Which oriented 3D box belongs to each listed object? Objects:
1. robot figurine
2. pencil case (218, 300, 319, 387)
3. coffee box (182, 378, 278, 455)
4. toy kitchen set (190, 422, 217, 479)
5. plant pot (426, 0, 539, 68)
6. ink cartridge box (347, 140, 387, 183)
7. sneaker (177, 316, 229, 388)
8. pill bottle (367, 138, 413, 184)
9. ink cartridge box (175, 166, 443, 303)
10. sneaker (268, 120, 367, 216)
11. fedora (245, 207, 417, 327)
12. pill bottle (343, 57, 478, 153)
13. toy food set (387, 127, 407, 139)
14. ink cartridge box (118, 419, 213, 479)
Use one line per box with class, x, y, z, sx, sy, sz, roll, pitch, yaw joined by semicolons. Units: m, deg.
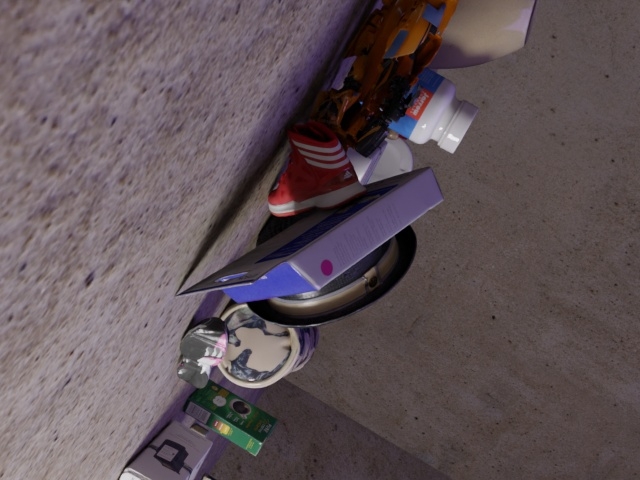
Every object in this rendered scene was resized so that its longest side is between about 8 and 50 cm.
robot figurine;0.083;-0.252;1.140;0.291;0.085;0.211;-60;-155;-2
pencil case;-0.109;0.206;1.586;0.183;0.160;0.410;-18;173;3
coffee box;-0.190;0.373;1.653;0.040;0.184;0.113;-63;175;18
toy kitchen set;-0.260;0.528;1.958;0.207;0.166;0.122;-59;175;-10
plant pot;0.294;-0.437;1.408;0.284;0.191;0.284;16;90;-76
ink cartridge box;0.066;-0.159;1.730;0.148;0.086;0.203;-62;176;23
sneaker;-0.187;0.163;1.248;0.178;0.072;0.077;-54;-166;49
pill bottle;0.157;-0.185;2.062;0.160;0.160;0.283;-60;176;-3
ink cartridge box;-0.005;0.006;1.061;0.371;0.069;0.175;-30;-169;-40
sneaker;-0.022;-0.111;1.150;0.087;0.128;0.221;-27;-168;-35
fedora;0.000;0.000;1.386;0.334;0.334;0.152;-56;137;-42
pill bottle;0.158;-0.246;1.360;0.124;0.221;0.124;-60;175;-9
toy food set;0.167;-0.304;1.806;0.232;0.111;0.104;59;49;-83
ink cartridge box;-0.312;0.467;1.455;0.172;0.100;0.237;-62;175;11
